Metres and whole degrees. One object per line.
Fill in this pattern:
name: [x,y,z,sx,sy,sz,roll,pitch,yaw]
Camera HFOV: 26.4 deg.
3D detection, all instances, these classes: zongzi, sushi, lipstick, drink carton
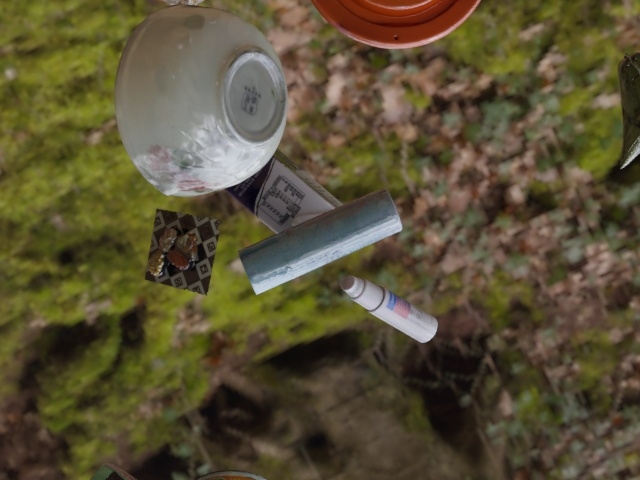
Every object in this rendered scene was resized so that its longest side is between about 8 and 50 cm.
zongzi: [0.378,-0.162,1.673,0.113,0.104,0.052,-44,-169,1]
sushi: [-0.222,0.016,2.126,0.126,0.120,0.026,12,-177,28]
lipstick: [0.000,0.000,1.327,0.157,0.048,0.048,-24,-168,-2]
drink carton: [-0.058,-0.073,2.252,0.102,0.222,0.134,-52,162,5]

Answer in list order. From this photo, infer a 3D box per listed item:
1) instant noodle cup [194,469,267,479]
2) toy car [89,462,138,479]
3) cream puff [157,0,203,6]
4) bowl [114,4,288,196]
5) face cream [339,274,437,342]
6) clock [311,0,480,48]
instant noodle cup: [-0.119,0.415,1.816,0.168,0.168,0.185,-21,-131,25]
toy car: [-0.297,0.463,2.295,0.090,0.224,0.076,-53,171,-25]
cream puff: [-0.236,-0.444,2.227,0.103,0.144,0.126,-55,163,-20]
bowl: [-0.142,-0.198,1.914,0.145,0.277,0.277,0,-153,39]
face cream: [0.076,0.075,1.542,0.034,0.130,0.034,-37,-143,34]
clock: [0.078,-0.300,1.413,0.205,0.205,0.051,-27,179,-3]
